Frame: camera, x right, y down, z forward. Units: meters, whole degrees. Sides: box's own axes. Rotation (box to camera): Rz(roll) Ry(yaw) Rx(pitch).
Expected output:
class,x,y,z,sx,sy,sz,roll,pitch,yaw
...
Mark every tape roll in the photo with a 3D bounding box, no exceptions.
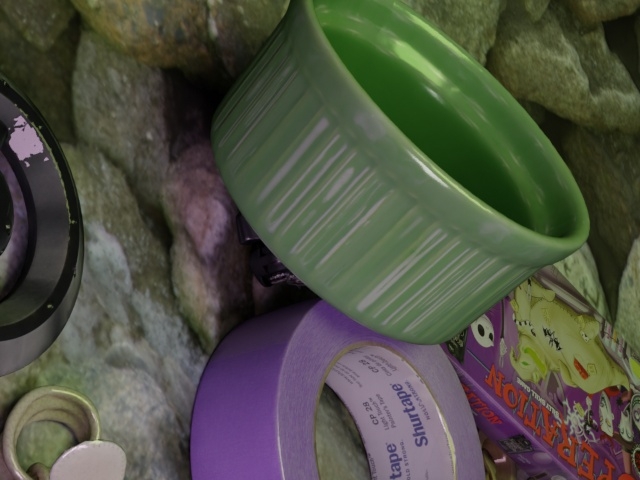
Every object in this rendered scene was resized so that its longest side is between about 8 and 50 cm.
class,x,y,z,sx,sy,sz,roll,pitch,yaw
tape roll,0.021,0.181,1.239,0.274,0.090,0.275,25,56,-45

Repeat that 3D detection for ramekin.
class,x,y,z,sx,sy,sz,roll,pitch,yaw
ramekin,0.057,-0.060,1.256,0.303,0.148,0.303,36,24,-19

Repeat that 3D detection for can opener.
class,x,y,z,sx,sy,sz,roll,pitch,yaw
can opener,0.000,0.000,1.312,0.186,0.059,0.073,-7,92,-55

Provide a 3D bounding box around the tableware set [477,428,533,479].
class,x,y,z,sx,sy,sz,roll,pitch,yaw
tableware set,0.187,0.195,1.498,0.194,0.039,0.128,-27,98,-54

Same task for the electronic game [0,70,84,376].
class,x,y,z,sx,sy,sz,roll,pitch,yaw
electronic game,-0.239,-0.021,1.010,0.229,0.048,0.229,27,55,-46

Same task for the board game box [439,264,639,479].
class,x,y,z,sx,sy,sz,roll,pitch,yaw
board game box,0.211,0.121,1.497,0.347,0.056,0.208,43,47,-29

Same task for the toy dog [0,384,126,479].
class,x,y,z,sx,sy,sz,roll,pitch,yaw
toy dog,-0.182,0.181,0.903,0.333,0.161,0.220,5,72,-52
